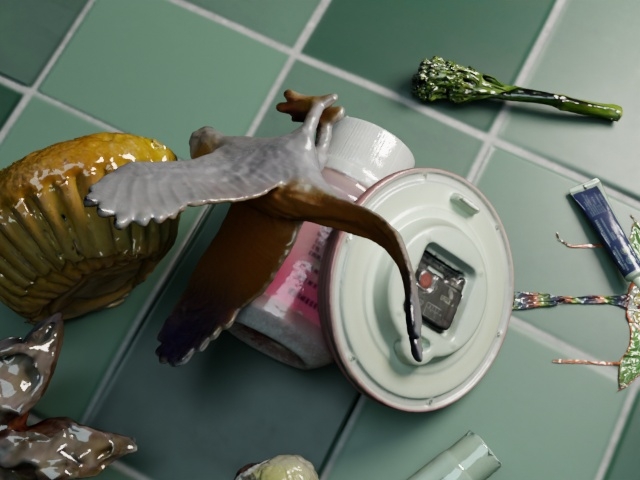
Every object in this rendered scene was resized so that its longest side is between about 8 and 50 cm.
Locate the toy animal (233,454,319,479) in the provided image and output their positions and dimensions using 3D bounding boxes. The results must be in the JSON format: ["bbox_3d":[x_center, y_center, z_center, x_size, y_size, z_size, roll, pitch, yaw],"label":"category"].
[{"bbox_3d":[-0.048,0.271,1.039,0.098,0.098,0.137,10,53,5],"label":"toy animal"}]

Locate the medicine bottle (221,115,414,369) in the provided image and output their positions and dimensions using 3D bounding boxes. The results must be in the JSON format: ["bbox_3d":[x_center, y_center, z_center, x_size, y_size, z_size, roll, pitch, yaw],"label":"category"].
[{"bbox_3d":[0.000,0.000,1.110,0.147,0.147,0.247,25,73,10],"label":"medicine bottle"}]

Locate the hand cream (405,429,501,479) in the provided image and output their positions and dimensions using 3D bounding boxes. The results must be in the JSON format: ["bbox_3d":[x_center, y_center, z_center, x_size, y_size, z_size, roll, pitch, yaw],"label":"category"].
[{"bbox_3d":[0.087,0.270,1.065,0.205,0.050,0.078,-38,77,-6],"label":"hand cream"}]

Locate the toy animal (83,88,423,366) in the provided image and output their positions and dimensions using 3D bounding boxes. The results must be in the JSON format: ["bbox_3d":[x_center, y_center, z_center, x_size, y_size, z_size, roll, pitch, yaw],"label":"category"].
[{"bbox_3d":[-0.020,-0.040,0.963,0.284,0.225,0.302,3,48,19],"label":"toy animal"}]

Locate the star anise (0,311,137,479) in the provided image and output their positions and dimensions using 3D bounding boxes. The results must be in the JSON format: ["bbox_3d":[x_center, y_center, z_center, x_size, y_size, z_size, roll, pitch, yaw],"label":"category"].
[{"bbox_3d":[-0.346,0.205,1.032,0.332,0.117,0.331,0,88,8],"label":"star anise"}]

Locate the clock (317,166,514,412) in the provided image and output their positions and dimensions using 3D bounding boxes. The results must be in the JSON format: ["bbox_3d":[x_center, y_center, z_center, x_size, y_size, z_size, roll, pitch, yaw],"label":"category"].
[{"bbox_3d":[0.102,0.048,1.066,0.244,0.056,0.244,-4,96,-36],"label":"clock"}]

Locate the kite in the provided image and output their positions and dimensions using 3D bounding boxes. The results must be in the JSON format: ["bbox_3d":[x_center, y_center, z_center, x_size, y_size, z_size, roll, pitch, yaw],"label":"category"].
[{"bbox_3d":[0.308,0.062,1.152,0.244,0.006,0.198,5,71,3],"label":"kite"}]

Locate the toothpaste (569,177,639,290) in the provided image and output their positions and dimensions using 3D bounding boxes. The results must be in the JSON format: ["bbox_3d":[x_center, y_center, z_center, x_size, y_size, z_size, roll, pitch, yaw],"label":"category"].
[{"bbox_3d":[0.315,-0.005,1.161,0.037,0.021,0.140,-21,64,-5],"label":"toothpaste"}]

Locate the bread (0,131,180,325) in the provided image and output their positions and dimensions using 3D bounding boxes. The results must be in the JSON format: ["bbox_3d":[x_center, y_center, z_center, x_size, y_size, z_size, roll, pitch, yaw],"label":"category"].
[{"bbox_3d":[-0.243,-0.015,1.075,0.240,0.240,0.139,-21,78,-6],"label":"bread"}]

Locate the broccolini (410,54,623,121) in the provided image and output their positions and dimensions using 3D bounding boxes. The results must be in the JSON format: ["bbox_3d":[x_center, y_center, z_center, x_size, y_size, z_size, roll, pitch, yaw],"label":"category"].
[{"bbox_3d":[0.221,-0.167,1.216,0.239,0.051,0.054,9,27,3],"label":"broccolini"}]
